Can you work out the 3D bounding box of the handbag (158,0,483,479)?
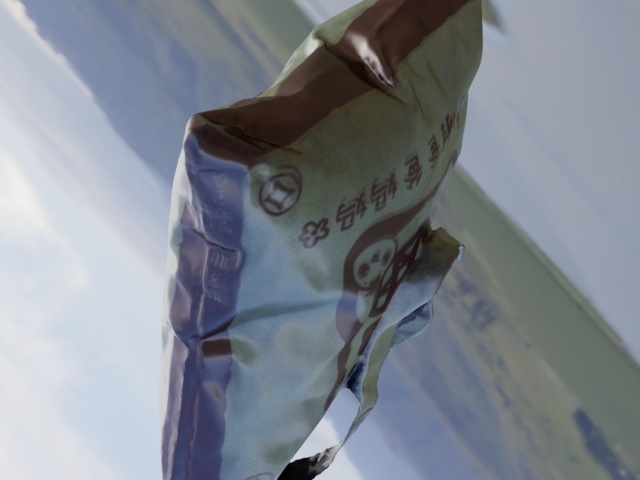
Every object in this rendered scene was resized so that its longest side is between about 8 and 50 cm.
[{"bbox_3d":[0.000,0.000,0.618,0.127,0.213,0.235,23,132,18],"label":"handbag"}]
